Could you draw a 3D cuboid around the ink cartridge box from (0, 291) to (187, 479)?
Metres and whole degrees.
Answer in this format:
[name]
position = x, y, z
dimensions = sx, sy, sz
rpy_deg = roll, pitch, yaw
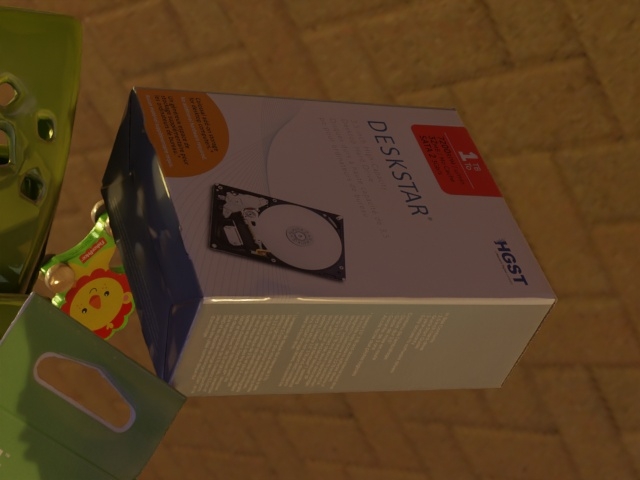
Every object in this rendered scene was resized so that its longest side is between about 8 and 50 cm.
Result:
[ink cartridge box]
position = -0.168, 0.131, 0.682
dimensions = 0.109, 0.209, 0.062
rpy_deg = 41, 166, -34

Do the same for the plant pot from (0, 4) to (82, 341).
[plant pot]
position = -0.267, -0.006, 0.872
dimensions = 0.227, 0.228, 0.207
rpy_deg = 132, 139, -65

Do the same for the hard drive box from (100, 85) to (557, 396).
[hard drive box]
position = 0.000, 0.000, 0.900
dimensions = 0.089, 0.232, 0.181
rpy_deg = -64, 36, 39

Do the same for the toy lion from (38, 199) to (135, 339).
[toy lion]
position = -0.176, 0.032, 1.152
dimensions = 0.034, 0.100, 0.096
rpy_deg = 33, 161, 46
